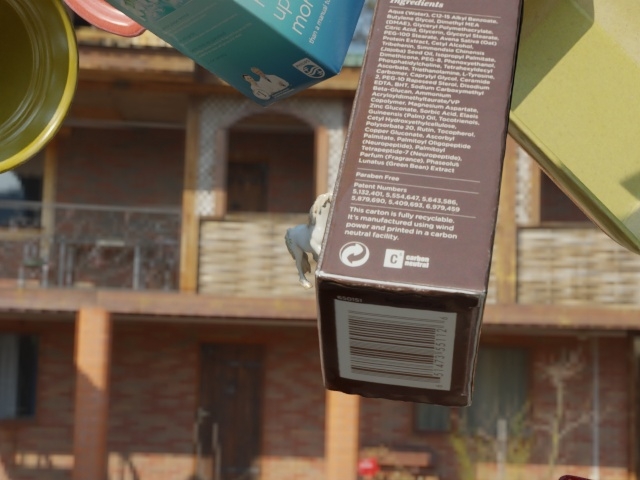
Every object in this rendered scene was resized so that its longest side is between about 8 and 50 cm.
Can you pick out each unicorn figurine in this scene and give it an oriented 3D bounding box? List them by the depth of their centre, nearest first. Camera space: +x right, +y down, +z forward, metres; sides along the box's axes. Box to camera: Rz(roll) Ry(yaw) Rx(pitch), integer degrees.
[{"bbox_3d":[0.000,0.000,1.552,0.162,0.111,0.060,-15,4,46],"label":"unicorn figurine"}]

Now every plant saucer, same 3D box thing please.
[{"bbox_3d":[0.349,-0.173,1.556,0.333,0.333,0.081,-46,1,-35],"label":"plant saucer"}]

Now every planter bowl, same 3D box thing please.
[{"bbox_3d":[-0.350,-0.173,1.200,0.217,0.217,0.090,7,9,-38],"label":"planter bowl"}]

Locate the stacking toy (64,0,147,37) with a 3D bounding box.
[{"bbox_3d":[-0.130,-0.359,1.339,0.280,0.308,0.130,26,19,11],"label":"stacking toy"}]

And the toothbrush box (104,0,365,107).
[{"bbox_3d":[-0.096,-0.292,1.098,0.296,0.216,0.126,32,-27,-26],"label":"toothbrush box"}]

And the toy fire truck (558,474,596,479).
[{"bbox_3d":[0.251,0.336,1.190,0.159,0.217,0.246,8,-11,29],"label":"toy fire truck"}]

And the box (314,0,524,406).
[{"bbox_3d":[0.096,-0.064,1.114,0.143,0.381,0.191,6,-34,7],"label":"box"}]
